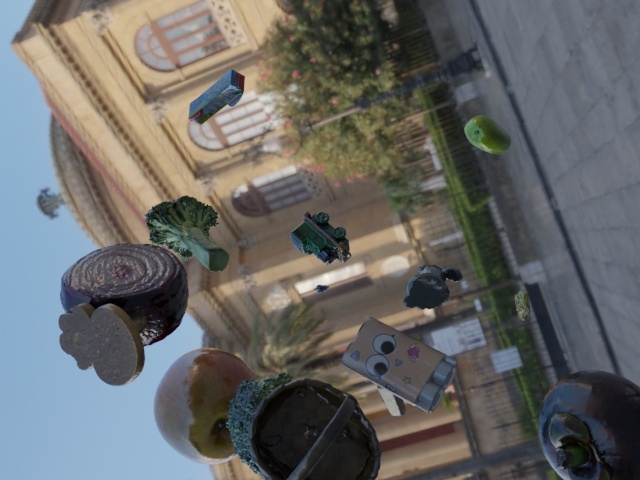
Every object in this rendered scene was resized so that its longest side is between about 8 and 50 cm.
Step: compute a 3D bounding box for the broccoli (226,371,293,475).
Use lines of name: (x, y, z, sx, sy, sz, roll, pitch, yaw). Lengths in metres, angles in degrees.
broccoli: (-0.112, 0.506, 1.997, 0.375, 0.302, 0.249, 15, 130, 55)

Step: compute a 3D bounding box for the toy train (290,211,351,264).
toy train: (0.000, 0.000, 2.154, 0.228, 0.136, 0.091, 44, 160, 31)

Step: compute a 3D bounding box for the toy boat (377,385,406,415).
toy boat: (0.238, 0.499, 2.315, 0.088, 0.068, 0.226, -73, -33, -43)

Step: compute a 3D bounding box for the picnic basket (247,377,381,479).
picnic basket: (-0.011, 0.484, 1.653, 0.337, 0.293, 0.337, 37, 168, 9)

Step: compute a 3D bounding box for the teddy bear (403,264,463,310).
teddy bear: (0.411, 0.165, 2.477, 0.251, 0.171, 0.144, -26, -77, -59)

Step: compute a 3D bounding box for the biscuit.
biscuit: (-0.535, 0.249, 1.710, 0.044, 0.289, 0.202, -16, -72, -53)

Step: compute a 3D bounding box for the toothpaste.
toothpaste: (-0.268, -0.355, 1.786, 0.044, 0.193, 0.070, 22, -124, -37)

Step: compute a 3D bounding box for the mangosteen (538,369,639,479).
mangosteen: (0.469, 0.327, 1.199, 0.216, 0.216, 0.216, -19, -90, -78)

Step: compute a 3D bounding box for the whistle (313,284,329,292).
whistle: (0.000, 0.176, 2.573, 0.083, 0.033, 0.029, 0, -108, -56)

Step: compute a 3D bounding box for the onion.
onion: (-0.535, 0.168, 1.932, 0.282, 0.337, 0.260, 53, 146, 43)

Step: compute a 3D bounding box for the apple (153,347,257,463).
apple: (-0.364, 0.543, 2.284, 0.364, 0.364, 0.364, -19, -90, -78)

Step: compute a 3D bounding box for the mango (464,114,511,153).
mango: (0.499, -0.309, 2.063, 0.163, 0.089, 0.117, 20, -151, -23)

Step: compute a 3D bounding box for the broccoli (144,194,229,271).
broccoli: (-0.425, -0.007, 2.437, 0.361, 0.221, 0.252, 34, -176, 25)

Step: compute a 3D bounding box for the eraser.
eraser: (0.221, 0.350, 1.977, 0.171, 0.290, 0.087, -54, -28, -19)

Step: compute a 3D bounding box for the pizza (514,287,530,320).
pizza: (0.661, 0.209, 2.302, 0.160, 0.036, 0.099, -63, -30, -75)
